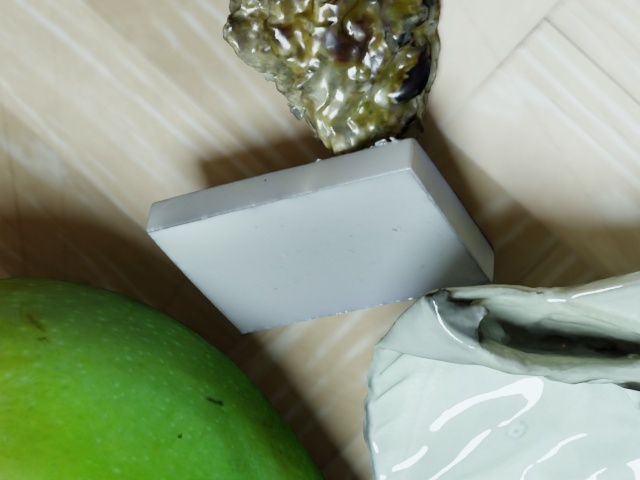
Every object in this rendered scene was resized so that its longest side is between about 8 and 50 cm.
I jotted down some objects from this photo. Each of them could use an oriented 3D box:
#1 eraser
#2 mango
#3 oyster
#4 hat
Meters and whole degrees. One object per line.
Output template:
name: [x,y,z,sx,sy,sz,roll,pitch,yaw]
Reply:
eraser: [0.000,0.000,0.945,0.150,0.023,0.104,-13,140,24]
mango: [-0.091,0.161,0.977,0.382,0.225,0.201,33,130,-18]
oyster: [0.006,-0.106,0.906,0.105,0.056,0.177,0,115,2]
hat: [0.180,0.114,0.910,0.301,0.168,0.257,-19,90,2]
